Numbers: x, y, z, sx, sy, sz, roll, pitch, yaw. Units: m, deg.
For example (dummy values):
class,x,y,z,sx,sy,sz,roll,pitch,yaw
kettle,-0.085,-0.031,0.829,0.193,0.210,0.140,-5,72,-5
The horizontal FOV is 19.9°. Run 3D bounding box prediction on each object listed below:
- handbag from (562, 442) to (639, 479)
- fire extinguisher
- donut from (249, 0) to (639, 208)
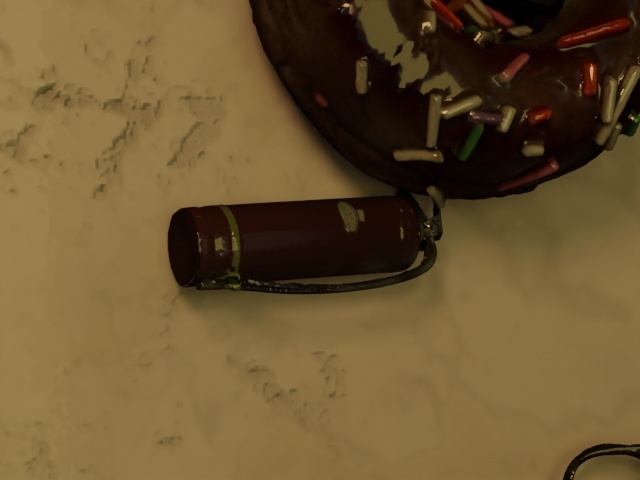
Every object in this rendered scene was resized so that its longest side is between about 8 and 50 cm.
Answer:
class,x,y,z,sx,sy,sz,roll,pitch,yaw
handbag,0.198,0.164,1.043,0.139,0.072,0.115,32,76,-5
fire extinguisher,0.000,0.000,0.974,0.158,0.043,0.064,-4,52,-23
donut,0.088,-0.151,0.991,0.270,0.103,0.269,2,84,-21
